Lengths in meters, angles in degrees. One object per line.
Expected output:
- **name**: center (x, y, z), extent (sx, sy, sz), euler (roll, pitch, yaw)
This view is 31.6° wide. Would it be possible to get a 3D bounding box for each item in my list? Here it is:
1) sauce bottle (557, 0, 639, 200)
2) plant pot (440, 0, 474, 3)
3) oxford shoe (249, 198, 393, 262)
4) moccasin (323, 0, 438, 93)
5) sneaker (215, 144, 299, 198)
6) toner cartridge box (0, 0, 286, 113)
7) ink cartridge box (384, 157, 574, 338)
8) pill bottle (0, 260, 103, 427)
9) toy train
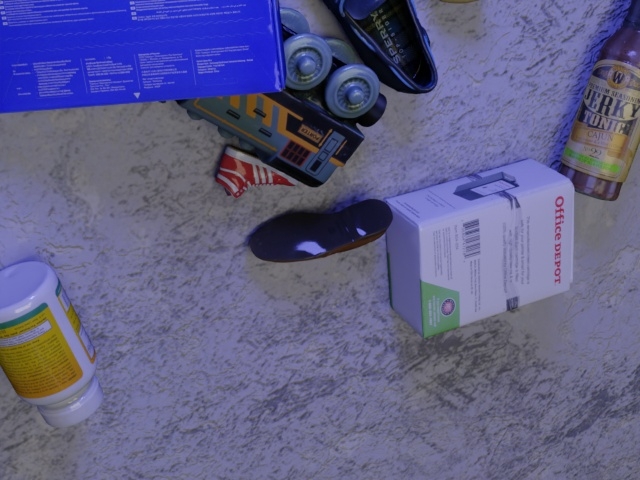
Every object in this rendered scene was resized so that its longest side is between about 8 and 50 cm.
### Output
- **sauce bottle**: center (0.468, -0.237, 1.757), extent (0.111, 0.111, 0.344), euler (6, 108, -30)
- **plant pot**: center (0.190, -0.374, 1.569), extent (0.083, 0.081, 0.081), euler (-23, 122, -3)
- **oxford shoe**: center (0.000, 0.000, 1.648), extent (0.212, 0.076, 0.076), euler (-11, 157, -12)
- **moccasin**: center (0.072, -0.340, 1.496), extent (0.138, 0.117, 0.342), euler (-44, 124, -4)
- **sneaker**: center (-0.091, -0.083, 1.574), extent (0.118, 0.042, 0.067), euler (22, 97, -25)
- **toner cartridge box**: center (-0.220, -0.248, 1.322), extent (0.348, 0.075, 0.165), euler (-4, 114, 3)
- **ink cartridge box**: center (0.248, 0.009, 1.748), extent (0.273, 0.115, 0.198), euler (-16, 119, -20)
- **pill bottle**: center (-0.365, 0.142, 1.488), extent (0.118, 0.117, 0.208), euler (-28, 122, -14)
- **toy train**: center (-0.069, -0.206, 1.480), extent (0.334, 0.142, 0.190), euler (27, 108, -34)
